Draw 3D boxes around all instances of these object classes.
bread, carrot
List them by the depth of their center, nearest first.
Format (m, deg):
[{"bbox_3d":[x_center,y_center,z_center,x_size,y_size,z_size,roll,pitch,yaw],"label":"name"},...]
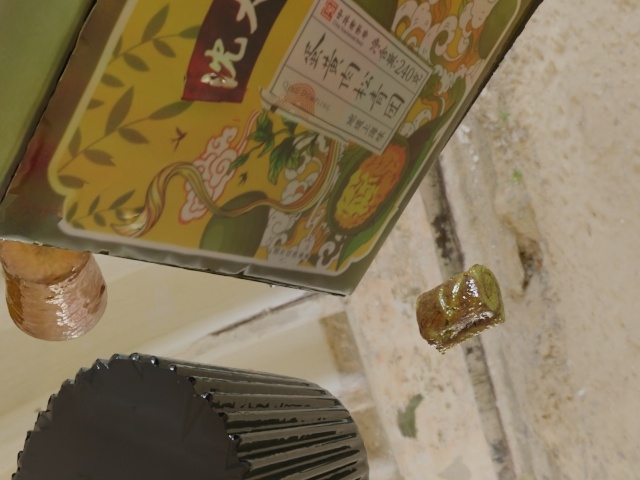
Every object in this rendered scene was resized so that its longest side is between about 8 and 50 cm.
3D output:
[{"bbox_3d":[-0.471,0.052,1.152,0.254,0.195,0.196,-52,52,57],"label":"carrot"},{"bbox_3d":[0.284,0.138,1.324,0.103,0.172,0.132,27,-136,-31],"label":"bread"}]

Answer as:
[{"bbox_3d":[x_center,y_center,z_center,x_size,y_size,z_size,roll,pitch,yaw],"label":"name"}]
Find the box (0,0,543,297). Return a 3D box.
[{"bbox_3d":[-0.025,-0.155,0.510,0.138,0.373,0.420,39,-167,32],"label":"box"}]

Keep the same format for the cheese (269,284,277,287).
[{"bbox_3d":[0.000,0.000,1.010,0.251,0.127,0.054,-42,65,47],"label":"cheese"}]

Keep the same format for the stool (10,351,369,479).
[{"bbox_3d":[-0.114,0.279,0.727,0.330,0.297,0.297,21,-133,-62],"label":"stool"}]
